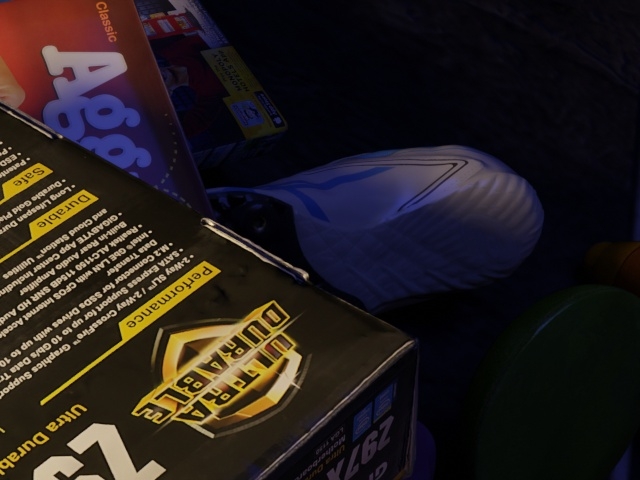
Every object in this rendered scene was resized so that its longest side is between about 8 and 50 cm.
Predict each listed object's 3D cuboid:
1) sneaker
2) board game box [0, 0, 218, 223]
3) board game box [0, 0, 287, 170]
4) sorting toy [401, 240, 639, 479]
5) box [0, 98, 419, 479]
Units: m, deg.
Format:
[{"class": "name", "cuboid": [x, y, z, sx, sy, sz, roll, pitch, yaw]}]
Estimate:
[{"class": "sneaker", "cuboid": [0.000, 0.000, 0.801, 0.237, 0.085, 0.086, -8, 16, -29]}, {"class": "board game box", "cuboid": [-0.107, 0.024, 0.667, 0.145, 0.027, 0.281, -14, 69, -20]}, {"class": "board game box", "cuboid": [-0.148, -0.093, 0.790, 0.194, 0.060, 0.194, -17, 64, -40]}, {"class": "sorting toy", "cuboid": [0.102, 0.055, 0.813, 0.365, 0.127, 0.126, -13, 31, -38]}, {"class": "box", "cuboid": [-0.166, 0.080, 0.489, 0.257, 0.079, 0.322, 30, 49, 27]}]
